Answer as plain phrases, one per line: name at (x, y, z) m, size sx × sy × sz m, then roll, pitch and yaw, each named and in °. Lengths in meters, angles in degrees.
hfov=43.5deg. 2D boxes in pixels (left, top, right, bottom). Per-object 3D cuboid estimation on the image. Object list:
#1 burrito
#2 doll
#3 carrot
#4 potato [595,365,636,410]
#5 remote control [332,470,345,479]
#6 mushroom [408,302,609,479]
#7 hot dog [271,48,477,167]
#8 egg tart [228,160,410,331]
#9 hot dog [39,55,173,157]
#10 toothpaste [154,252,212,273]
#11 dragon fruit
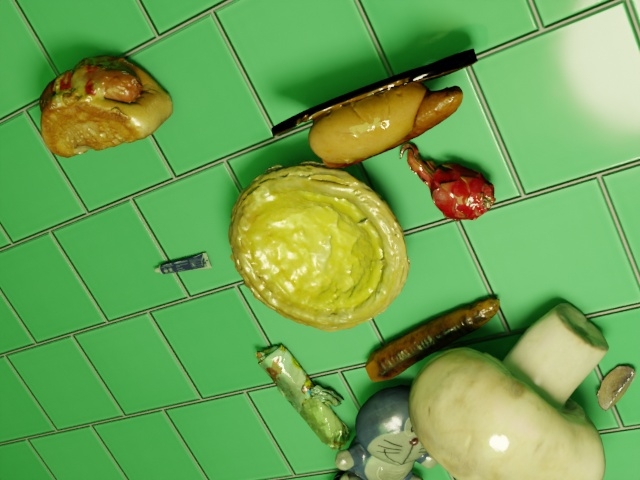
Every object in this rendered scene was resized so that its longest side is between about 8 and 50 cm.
burrito at (-0.021, 0.326, 1.697) m, size 0.104 × 0.054 × 0.288 m, roll -30°, pitch 101°, yaw 31°
doll at (0.148, 0.404, 1.612) m, size 0.228 × 0.154 × 0.258 m, roll 7°, pitch 134°, yaw -20°
carrot at (0.210, 0.186, 1.514) m, size 0.314 × 0.066 × 0.066 m, roll -34°, pitch 101°, yaw 33°
potato at (0.532, 0.260, 1.444) m, size 0.037 × 0.036 × 0.093 m, roll 44°, pitch 112°, yaw 40°
remote control at (0.135, 0.601, 1.786) m, size 0.266 × 0.066 × 0.090 m, roll 38°, pitch 138°, yaw -6°
mushroom at (0.334, 0.306, 1.371) m, size 0.353 × 0.325 × 0.353 m, roll 13°, pitch 119°, yaw 24°
hot dog at (0.092, -0.189, 1.275) m, size 0.326 × 0.194 × 0.107 m, roll -11°, pitch 107°, yaw 41°
egg tart at (0.000, 0.000, 1.454) m, size 0.345 × 0.132 × 0.345 m, roll 9°, pitch 120°, yaw 17°
hot dog at (-0.414, -0.255, 1.483) m, size 0.257 × 0.150 × 0.153 m, roll -8°, pitch 124°, yaw 26°
toothpaste at (-0.288, 0.052, 1.672) m, size 0.140 × 0.021 × 0.037 m, roll -11°, pitch 112°, yaw 25°
dragon fruit at (0.210, -0.098, 1.354) m, size 0.190 × 0.094 × 0.094 m, roll 37°, pitch 128°, yaw 26°
